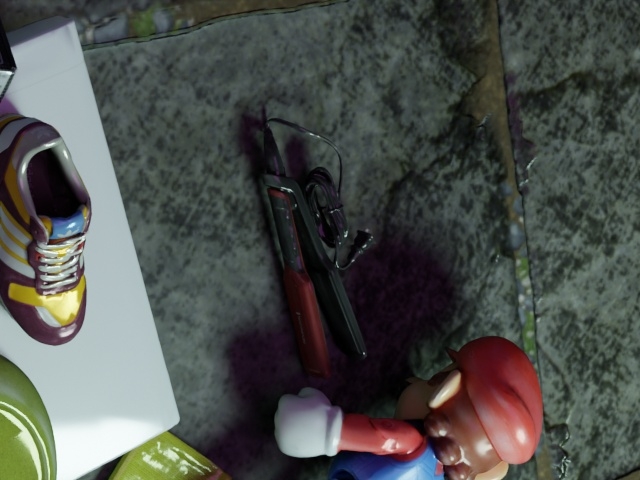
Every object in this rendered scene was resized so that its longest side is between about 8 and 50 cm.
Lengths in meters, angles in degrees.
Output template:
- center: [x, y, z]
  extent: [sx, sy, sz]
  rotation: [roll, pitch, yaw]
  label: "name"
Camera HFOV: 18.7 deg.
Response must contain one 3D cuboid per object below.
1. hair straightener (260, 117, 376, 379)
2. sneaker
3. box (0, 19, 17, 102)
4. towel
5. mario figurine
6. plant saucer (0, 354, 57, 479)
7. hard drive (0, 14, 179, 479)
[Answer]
- center: [0.000, 0.000, 1.685]
  extent: [0.089, 0.047, 0.230]
  rotation: [-23, 103, -29]
  label: "hair straightener"
- center: [-0.203, 0.000, 1.430]
  extent: [0.069, 0.084, 0.186]
  rotation: [-26, 117, -29]
  label: "sneaker"
- center: [-0.327, -0.180, 1.376]
  extent: [0.190, 0.045, 0.184]
  rotation: [5, 48, -32]
  label: "box"
- center: [-0.170, 0.273, 1.614]
  extent: [0.102, 0.021, 0.237]
  rotation: [40, 74, -31]
  label: "towel"
- center: [0.056, 0.196, 1.716]
  extent: [0.320, 0.198, 0.170]
  rotation: [-37, 73, -16]
  label: "mario figurine"
- center: [-0.278, 0.197, 1.429]
  extent: [0.241, 0.037, 0.241]
  rotation: [-20, 118, -43]
  label: "plant saucer"
- center: [-0.250, 0.033, 1.489]
  extent: [0.233, 0.047, 0.353]
  rotation: [-26, 117, -29]
  label: "hard drive"
